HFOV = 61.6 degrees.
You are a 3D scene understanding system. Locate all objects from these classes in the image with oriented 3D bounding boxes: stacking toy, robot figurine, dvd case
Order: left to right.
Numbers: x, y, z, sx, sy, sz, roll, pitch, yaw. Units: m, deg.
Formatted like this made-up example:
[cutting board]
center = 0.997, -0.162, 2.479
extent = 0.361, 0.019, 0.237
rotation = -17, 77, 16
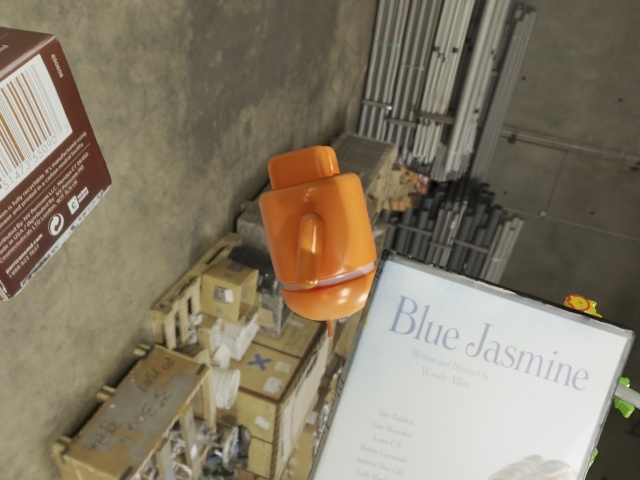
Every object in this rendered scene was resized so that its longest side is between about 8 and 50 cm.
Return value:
[robot figurine]
center = -0.001, 0.000, 0.643
extent = 0.158, 0.128, 0.219
rotation = 1, -74, 65
[dvd case]
center = 0.089, 0.151, 0.364
extent = 0.022, 0.180, 0.253
rotation = -132, -120, -85
[stacking toy]
center = 0.413, 0.221, 0.854
extent = 0.221, 0.052, 0.167
rotation = -82, 175, -51

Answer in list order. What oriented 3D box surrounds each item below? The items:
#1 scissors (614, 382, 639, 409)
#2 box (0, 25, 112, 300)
[scissors]
center = 0.268, 0.127, 0.611
extent = 0.109, 0.297, 0.021
rotation = -51, 152, -53
[box]
center = -0.333, -0.080, 0.469
extent = 0.167, 0.203, 0.168
rotation = 89, 19, -47
